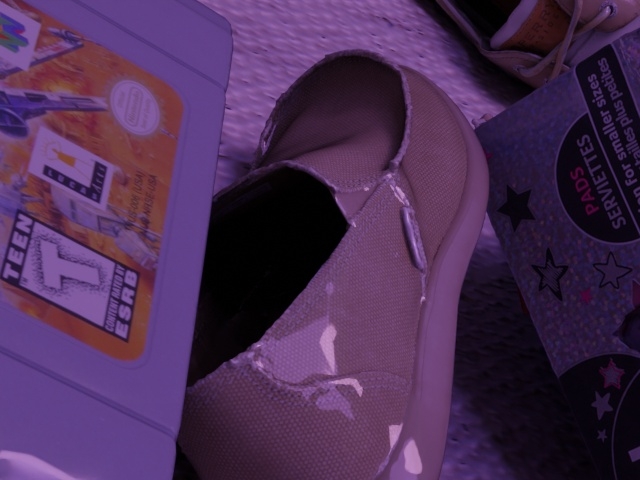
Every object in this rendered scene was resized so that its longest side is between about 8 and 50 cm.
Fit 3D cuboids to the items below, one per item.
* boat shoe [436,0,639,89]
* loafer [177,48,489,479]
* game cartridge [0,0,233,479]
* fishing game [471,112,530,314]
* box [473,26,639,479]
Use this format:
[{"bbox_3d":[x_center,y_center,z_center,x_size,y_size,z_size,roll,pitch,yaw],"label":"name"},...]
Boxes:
[{"bbox_3d":[0.140,-0.132,0.959,0.302,0.113,0.103,40,29,14],"label":"boat shoe"},{"bbox_3d":[0.000,0.000,0.605,0.092,0.102,0.268,46,27,-27],"label":"loafer"},{"bbox_3d":[-0.130,-0.029,0.520,0.198,0.062,0.297,33,35,-24],"label":"game cartridge"},{"bbox_3d":[0.164,0.049,0.820,0.264,0.041,0.189,36,31,-32],"label":"fishing game"},{"bbox_3d":[0.191,0.035,0.687,0.163,0.142,0.247,-4,66,-51],"label":"box"}]
